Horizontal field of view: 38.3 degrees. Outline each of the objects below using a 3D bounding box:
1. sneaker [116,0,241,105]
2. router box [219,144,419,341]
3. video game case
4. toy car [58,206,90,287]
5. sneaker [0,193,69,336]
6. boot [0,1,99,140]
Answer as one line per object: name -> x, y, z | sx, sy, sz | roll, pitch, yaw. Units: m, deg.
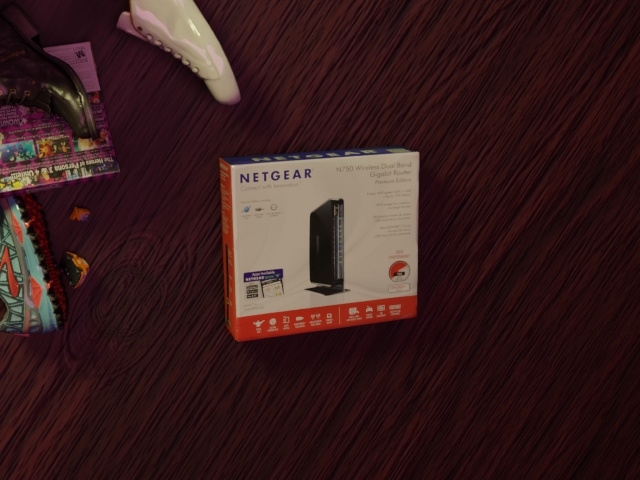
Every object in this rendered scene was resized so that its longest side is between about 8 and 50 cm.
sneaker -> -0.234, -0.317, 1.406 | 0.123, 0.106, 0.290 | -33, 102, -5
router box -> 0.000, 0.000, 1.578 | 0.335, 0.082, 0.301 | -6, 106, -18
video game case -> -0.431, -0.175, 1.352 | 0.232, 0.042, 0.210 | -13, 82, -17
toy car -> -0.375, 0.012, 1.460 | 0.040, 0.060, 0.122 | 0, 114, -53
sneaker -> -0.475, 0.026, 1.398 | 0.125, 0.104, 0.262 | -13, 99, -3
boot -> -0.461, -0.192, 1.284 | 0.229, 0.091, 0.263 | -37, 78, -18
